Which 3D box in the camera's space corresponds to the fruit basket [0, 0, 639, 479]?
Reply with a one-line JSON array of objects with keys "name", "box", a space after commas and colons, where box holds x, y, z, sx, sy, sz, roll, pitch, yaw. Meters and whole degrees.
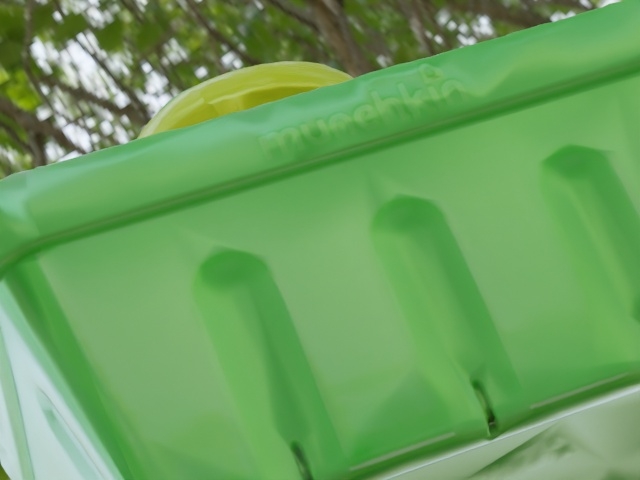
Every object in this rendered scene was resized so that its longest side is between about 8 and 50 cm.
[{"name": "fruit basket", "box": [0.000, 0.000, 0.824, 0.392, 0.392, 0.283, -19, -34, -16]}]
